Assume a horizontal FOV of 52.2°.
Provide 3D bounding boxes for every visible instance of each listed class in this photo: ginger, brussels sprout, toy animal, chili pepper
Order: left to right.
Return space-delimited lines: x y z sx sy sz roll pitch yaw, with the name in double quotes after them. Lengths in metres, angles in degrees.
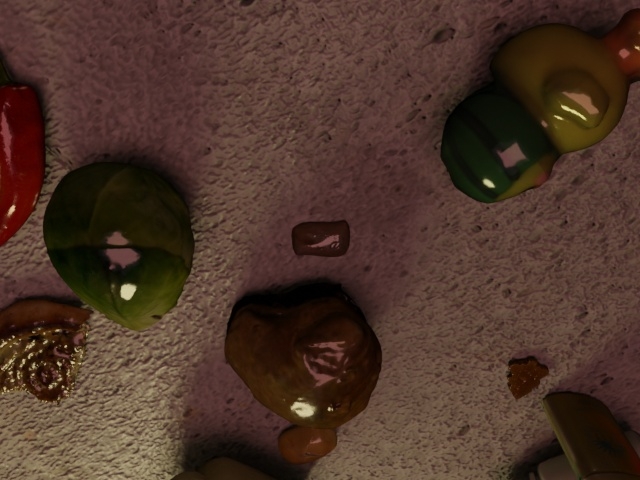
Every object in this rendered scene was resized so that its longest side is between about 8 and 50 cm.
-0.502 -0.117 1.024 0.136 0.092 0.369 20 111 3 "chili pepper"
-0.304 0.013 1.025 0.219 0.210 0.272 -2 130 6 "brussels sprout"
-0.030 0.206 1.101 0.269 0.223 0.201 -14 122 1 "ginger"
0.318 -0.199 0.937 0.338 0.216 0.191 -40 81 20 "toy animal"

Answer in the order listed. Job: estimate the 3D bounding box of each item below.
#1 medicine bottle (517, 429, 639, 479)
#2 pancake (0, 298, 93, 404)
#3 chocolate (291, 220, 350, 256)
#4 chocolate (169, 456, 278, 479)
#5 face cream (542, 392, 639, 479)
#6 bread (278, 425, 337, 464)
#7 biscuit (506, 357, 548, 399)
0.505 0.492 1.251 0.292 0.170 0.170 -25 112 10 "medicine bottle"
-0.534 0.191 1.177 0.212 0.056 0.258 22 112 -9 "pancake"
0.000 0.000 1.107 0.100 0.031 0.065 1 110 1 "chocolate"
-0.192 0.581 1.215 0.296 0.314 0.326 24 75 -11 "chocolate"
0.493 0.380 1.137 0.139 0.285 0.067 12 114 -6 "face cream"
-0.024 0.397 1.270 0.115 0.056 0.082 -26 111 11 "bread"
0.385 0.260 1.231 0.082 0.016 0.092 8 115 -9 "biscuit"
